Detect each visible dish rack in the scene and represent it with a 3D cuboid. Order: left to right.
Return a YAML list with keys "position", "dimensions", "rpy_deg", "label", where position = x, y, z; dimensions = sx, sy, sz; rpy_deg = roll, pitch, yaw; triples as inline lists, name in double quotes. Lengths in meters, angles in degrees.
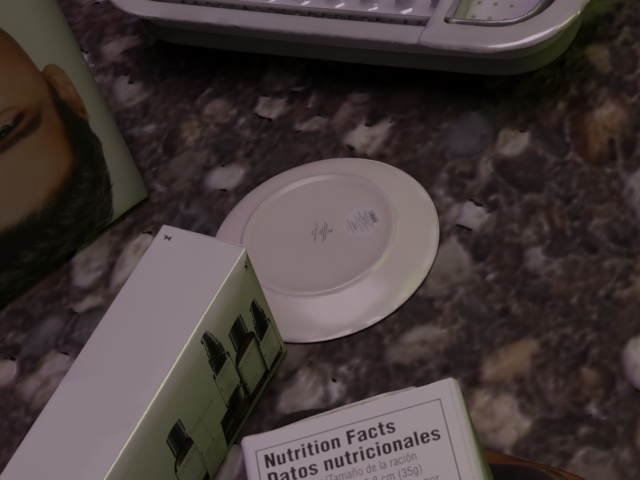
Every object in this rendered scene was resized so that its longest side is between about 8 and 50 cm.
- position: [0.050, -0.216, 1.228]
  dimensions: [0.332, 0.072, 0.286]
  rpy_deg: [9, 55, 24]
  label: "dish rack"

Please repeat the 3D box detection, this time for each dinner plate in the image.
- position: [0.000, 0.000, 1.097]
  dimensions: [0.141, 0.017, 0.141]
  rpy_deg: [-8, 49, 10]
  label: "dinner plate"

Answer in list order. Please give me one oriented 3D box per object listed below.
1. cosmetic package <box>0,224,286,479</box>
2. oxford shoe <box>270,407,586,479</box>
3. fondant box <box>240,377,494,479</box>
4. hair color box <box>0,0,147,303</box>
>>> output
- position: [-0.103, 0.115, 0.976]
  dimensions: [0.060, 0.099, 0.239]
  rpy_deg: [13, 57, 28]
  label: "cosmetic package"
- position: [0.058, 0.133, 0.937]
  dimensions: [0.212, 0.076, 0.076]
  rpy_deg: [10, 90, 41]
  label: "oxford shoe"
- position: [0.066, 0.255, 0.705]
  dimensions: [0.096, 0.238, 0.330]
  rpy_deg: [-16, 47, 6]
  label: "fondant box"
- position: [-0.252, -0.120, 1.039]
  dimensions: [0.185, 0.374, 0.113]
  rpy_deg: [-38, 49, -15]
  label: "hair color box"
